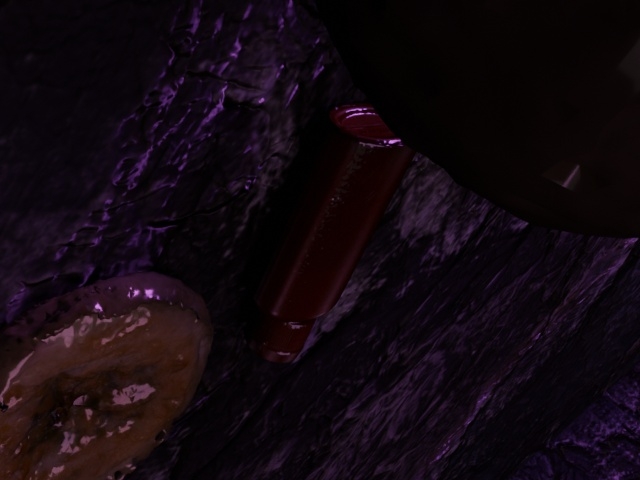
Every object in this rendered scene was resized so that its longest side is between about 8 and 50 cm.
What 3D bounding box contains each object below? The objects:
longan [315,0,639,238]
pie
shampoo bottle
[{"bbox_3d":[0.187,-0.193,0.585,0.391,0.391,0.391,-35,151,-22],"label":"longan"},{"bbox_3d":[-0.200,0.137,0.840,0.274,0.055,0.274,-35,151,-23],"label":"pie"},{"bbox_3d":[0.000,0.000,0.933,0.102,0.064,0.260,-9,136,-44],"label":"shampoo bottle"}]
